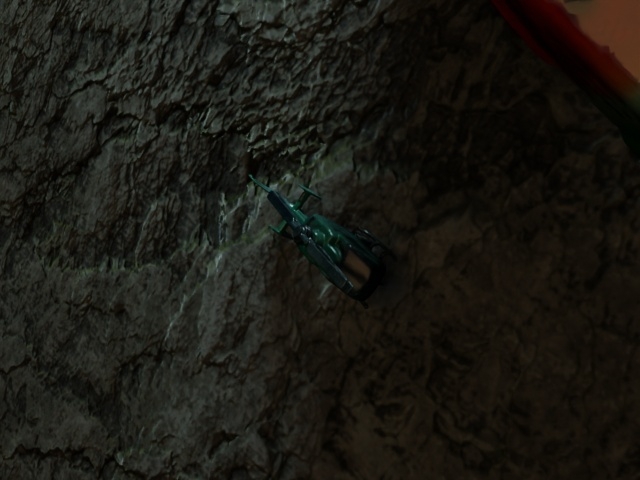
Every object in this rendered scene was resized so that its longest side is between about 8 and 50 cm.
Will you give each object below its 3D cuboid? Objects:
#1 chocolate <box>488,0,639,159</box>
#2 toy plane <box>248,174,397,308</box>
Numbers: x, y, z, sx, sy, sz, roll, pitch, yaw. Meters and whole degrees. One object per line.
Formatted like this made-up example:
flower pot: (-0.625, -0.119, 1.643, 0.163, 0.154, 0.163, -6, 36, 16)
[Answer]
chocolate: (0.289, -0.240, 0.524, 0.360, 0.161, 0.341, -46, 67, 23)
toy plane: (0.000, 0.000, 0.781, 0.060, 0.096, 0.235, -59, 36, 12)
